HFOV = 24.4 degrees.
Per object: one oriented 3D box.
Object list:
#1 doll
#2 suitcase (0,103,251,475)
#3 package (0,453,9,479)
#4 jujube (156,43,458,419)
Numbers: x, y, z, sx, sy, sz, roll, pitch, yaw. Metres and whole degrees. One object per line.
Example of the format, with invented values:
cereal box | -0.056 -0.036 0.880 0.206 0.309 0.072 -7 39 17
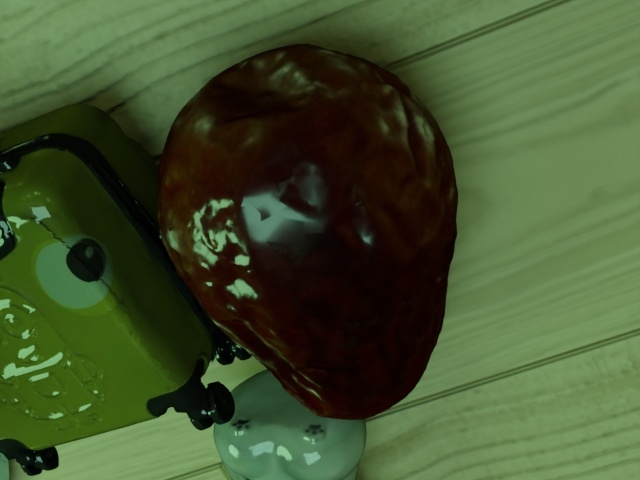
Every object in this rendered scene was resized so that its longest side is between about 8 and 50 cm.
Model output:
doll | -0.017 0.179 1.088 0.110 0.107 0.181 5 118 15
suitcase | -0.178 0.029 1.006 0.194 0.143 0.235 -18 121 26
package | -0.325 0.208 1.195 0.171 0.027 0.173 2 115 8
jujube | 0.000 0.000 0.960 0.190 0.190 0.255 -4 133 11
